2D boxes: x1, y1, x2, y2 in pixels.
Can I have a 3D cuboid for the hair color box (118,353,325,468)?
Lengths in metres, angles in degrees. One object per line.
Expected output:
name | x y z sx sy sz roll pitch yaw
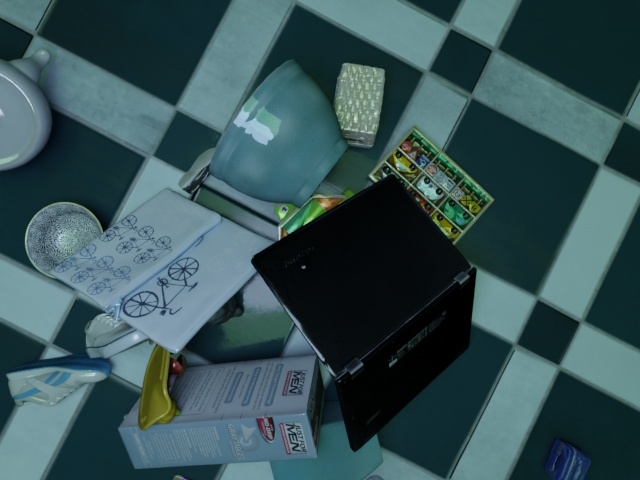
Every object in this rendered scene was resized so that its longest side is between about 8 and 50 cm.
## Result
hair color box | -0.188 0.349 0.898 0.373 0.185 0.114 -8 110 9

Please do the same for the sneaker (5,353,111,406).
sneaker | -0.583 0.317 0.982 0.228 0.087 0.093 -7 96 4

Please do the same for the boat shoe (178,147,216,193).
boat shoe | -0.280 -0.164 1.024 0.046 0.038 0.125 31 80 40

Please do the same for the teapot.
teapot | -0.714 -0.277 0.940 0.255 0.187 0.253 -8 117 -19

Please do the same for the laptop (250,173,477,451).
laptop | 0.116 0.146 0.923 0.381 0.236 0.408 -32 132 -24

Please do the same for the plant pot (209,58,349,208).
plant pot | -0.064 -0.192 0.913 0.196 0.293 0.293 39 87 -5

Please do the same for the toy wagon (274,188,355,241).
toy wagon | 0.000 0.000 1.018 0.267 0.068 0.344 -43 91 -3

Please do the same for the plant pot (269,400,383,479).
plant pot | 0.008 0.461 0.966 0.234 0.165 0.166 -14 89 -8

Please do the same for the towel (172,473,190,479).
towel | -0.315 0.592 1.020 0.083 0.009 0.060 24 88 -1

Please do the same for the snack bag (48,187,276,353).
snack bag | -0.302 0.039 0.875 0.342 0.037 0.323 26 50 22

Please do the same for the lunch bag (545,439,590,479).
lunch bag | 0.583 0.534 1.035 0.065 0.067 0.099 22 89 -2

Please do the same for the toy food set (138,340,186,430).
toy food set | -0.295 0.262 0.851 0.071 0.218 0.128 22 126 -29

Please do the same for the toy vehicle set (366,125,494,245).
toy vehicle set | 0.265 -0.126 1.050 0.266 0.035 0.166 42 87 -1

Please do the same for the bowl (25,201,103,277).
bowl | -0.562 0.001 0.986 0.169 0.080 0.170 0 89 -3

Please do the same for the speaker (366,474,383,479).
speaker | 0.134 0.592 0.978 0.055 0.136 0.055 0 88 -3

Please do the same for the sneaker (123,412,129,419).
sneaker | -0.405 0.382 1.009 0.098 0.038 0.069 -2 87 -12

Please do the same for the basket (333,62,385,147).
basket | 0.087 -0.313 1.012 0.113 0.103 0.168 8 89 -2

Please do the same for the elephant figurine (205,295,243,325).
elephant figurine | -0.319 0.125 0.949 0.239 0.169 0.186 -11 98 3

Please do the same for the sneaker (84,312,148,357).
sneaker | -0.443 0.194 0.922 0.258 0.094 0.092 -19 91 38
